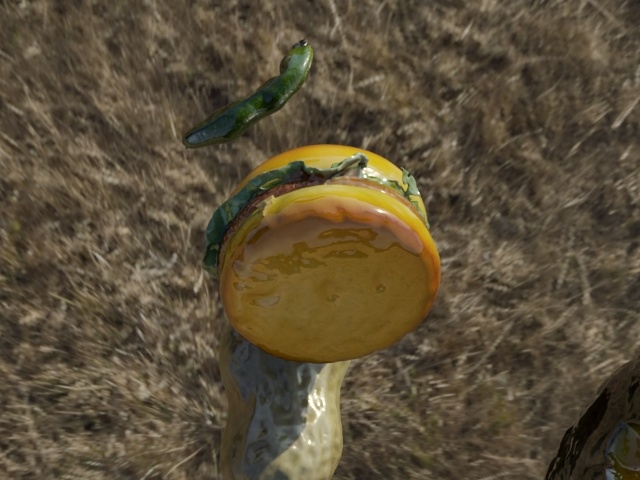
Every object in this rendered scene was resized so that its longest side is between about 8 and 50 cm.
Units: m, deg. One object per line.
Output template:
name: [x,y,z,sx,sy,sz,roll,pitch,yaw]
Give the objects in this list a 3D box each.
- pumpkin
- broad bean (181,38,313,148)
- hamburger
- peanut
pumpkin: [0.230,0.089,0.743,0.254,0.149,0.130,-13,110,-27]
broad bean: [-0.076,-0.163,1.422,0.195,0.061,0.046,-42,124,-3]
hamburger: [0.002,0.000,1.238,0.246,0.246,0.170,-2,41,-5]
peanut: [-0.046,0.163,1.363,0.159,0.143,0.291,18,59,-11]
